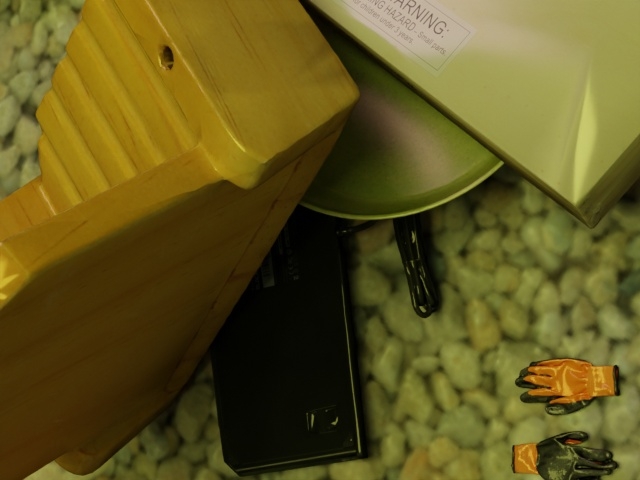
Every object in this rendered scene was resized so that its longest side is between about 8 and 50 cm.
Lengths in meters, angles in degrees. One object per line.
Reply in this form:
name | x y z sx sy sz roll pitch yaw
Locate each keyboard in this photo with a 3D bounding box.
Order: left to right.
keyboard | 0.000 0.000 1.187 0.201 0.033 0.317 -13 78 30

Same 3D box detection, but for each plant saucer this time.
plant saucer | 0.052 -0.122 1.136 0.241 0.037 0.241 -7 69 19

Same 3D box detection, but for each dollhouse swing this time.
dollhouse swing | -0.198 -0.020 1.081 0.315 0.305 0.347 57 138 24

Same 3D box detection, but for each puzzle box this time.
puzzle box | 0.115 -0.230 1.100 0.272 0.052 0.409 -48 61 1

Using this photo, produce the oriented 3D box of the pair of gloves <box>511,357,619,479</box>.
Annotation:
pair of gloves | 0.160 0.119 1.085 0.074 0.010 0.083 -1 84 31
